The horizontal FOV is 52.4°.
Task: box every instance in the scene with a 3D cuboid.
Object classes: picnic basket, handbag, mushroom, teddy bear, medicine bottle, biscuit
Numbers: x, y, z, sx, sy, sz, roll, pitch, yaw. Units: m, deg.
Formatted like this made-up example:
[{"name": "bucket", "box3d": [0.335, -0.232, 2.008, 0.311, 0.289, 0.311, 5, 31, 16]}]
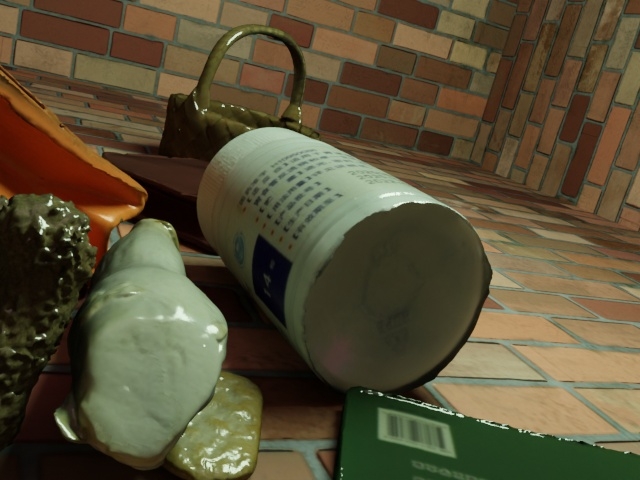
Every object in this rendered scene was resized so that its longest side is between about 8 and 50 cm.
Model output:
[{"name": "picnic basket", "box3d": [-0.142, -0.273, 1.304, 0.337, 0.337, 0.293, 26, 18, 36]}, {"name": "handbag", "box3d": [-0.393, -0.115, 0.629, 0.410, 0.116, 0.303, 22, -17, 23]}, {"name": "mushroom", "box3d": [-0.138, 0.057, 0.495, 0.097, 0.109, 0.351, 27, 3, -21]}, {"name": "handbag", "box3d": [-0.168, -0.067, 0.997, 0.260, 0.084, 0.276, 19, 15, 27]}, {"name": "teddy bear", "box3d": [-0.219, 0.073, 0.351, 0.182, 0.129, 0.251, -4, 29, 36]}, {"name": "medicine bottle", "box3d": [0.000, 0.000, 0.688, 0.190, 0.189, 0.332, 6, 17, -29]}, {"name": "biscuit", "box3d": [-0.078, 0.130, 0.474, 0.071, 0.018, 0.147, 14, 13, -6]}]

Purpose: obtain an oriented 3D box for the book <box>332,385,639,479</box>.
[{"name": "book", "box3d": [0.128, 0.204, 0.366, 0.261, 0.043, 0.371, 13, 14, 3]}]
